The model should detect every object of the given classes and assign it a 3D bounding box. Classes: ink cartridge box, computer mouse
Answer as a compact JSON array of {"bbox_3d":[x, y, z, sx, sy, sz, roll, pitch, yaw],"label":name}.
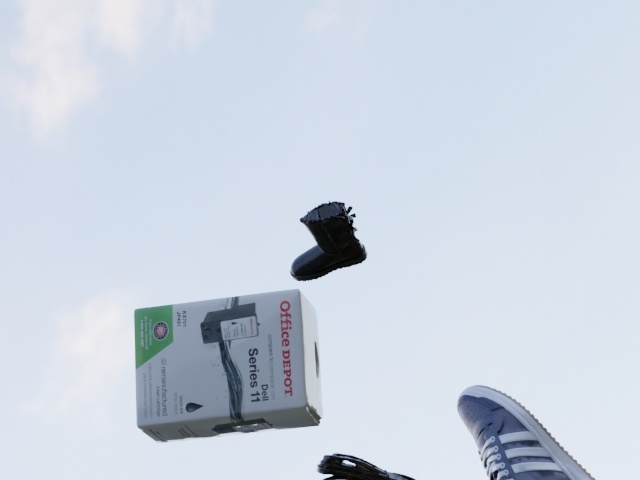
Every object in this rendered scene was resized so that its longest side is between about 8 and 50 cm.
[{"bbox_3d":[-0.109,0.149,1.781,0.208,0.153,0.087,-8,-22,9],"label":"ink cartridge box"},{"bbox_3d":[0.032,0.365,1.957,0.188,0.072,0.272,24,-51,-15],"label":"computer mouse"}]

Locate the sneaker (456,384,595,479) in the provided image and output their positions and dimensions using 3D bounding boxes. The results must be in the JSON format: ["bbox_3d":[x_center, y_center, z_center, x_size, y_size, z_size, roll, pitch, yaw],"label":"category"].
[{"bbox_3d":[0.250,0.321,2.010,0.153,0.282,0.099,-32,-31,-26],"label":"sneaker"}]

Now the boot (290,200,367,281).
[{"bbox_3d":[0.000,0.000,2.061,0.121,0.045,0.099,-17,-48,14],"label":"boot"}]
